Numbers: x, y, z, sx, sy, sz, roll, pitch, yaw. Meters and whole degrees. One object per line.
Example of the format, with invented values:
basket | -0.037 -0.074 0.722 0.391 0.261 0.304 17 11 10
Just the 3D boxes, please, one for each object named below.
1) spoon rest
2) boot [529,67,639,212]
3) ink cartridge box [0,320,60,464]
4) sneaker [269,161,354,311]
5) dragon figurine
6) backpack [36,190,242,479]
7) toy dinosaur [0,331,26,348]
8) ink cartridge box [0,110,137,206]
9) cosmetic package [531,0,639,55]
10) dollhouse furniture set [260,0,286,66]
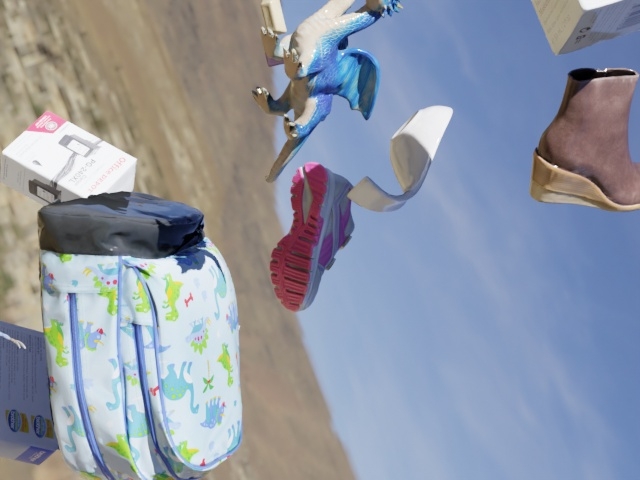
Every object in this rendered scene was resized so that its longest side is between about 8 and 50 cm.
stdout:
spoon rest | 0.139 -0.126 2.209 0.084 0.276 0.137 44 -47 -4
boot | 0.426 -0.147 1.985 0.090 0.248 0.207 55 -43 46
ink cartridge box | -0.458 0.191 1.850 0.065 0.311 0.186 -41 -137 38
sneaker | 0.000 0.000 2.266 0.103 0.111 0.252 29 -72 43
dragon figurine | 0.009 -0.175 1.483 0.085 0.144 0.289 45 -37 39
backpack | -0.223 0.136 1.715 0.290 0.273 0.356 -12 115 -73
toy dinosaur | -0.371 0.109 1.501 0.090 0.047 0.082 36 -25 3
ink cartridge box | -0.338 -0.094 1.859 0.150 0.109 0.063 28 -44 10
cosmetic package | 0.353 -0.365 1.776 0.151 0.151 0.184 107 -36 -74
dollhouse furniture set | -0.042 -0.357 2.293 0.081 0.091 0.114 -25 104 -54
